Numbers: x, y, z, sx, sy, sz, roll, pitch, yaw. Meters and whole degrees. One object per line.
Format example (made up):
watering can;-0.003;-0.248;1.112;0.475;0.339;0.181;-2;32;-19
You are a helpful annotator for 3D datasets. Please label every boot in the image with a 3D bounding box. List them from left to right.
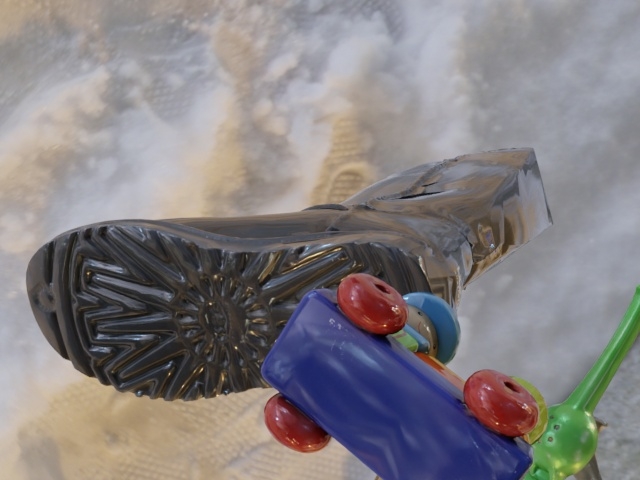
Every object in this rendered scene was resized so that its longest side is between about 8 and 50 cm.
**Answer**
boot;0.002;0.000;0.996;0.445;0.367;0.146;-39;128;-63

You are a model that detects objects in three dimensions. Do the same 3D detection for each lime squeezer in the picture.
lime squeezer;0.206;0.188;0.846;0.110;0.059;0.310;-9;107;-48

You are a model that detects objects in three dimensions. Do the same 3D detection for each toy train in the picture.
toy train;0.098;0.117;0.601;0.248;0.143;0.105;37;108;19

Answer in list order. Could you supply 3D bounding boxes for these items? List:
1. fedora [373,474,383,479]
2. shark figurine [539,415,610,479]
fedora;0.112;0.236;1.127;0.079;0.194;0.194;28;77;7
shark figurine;0.114;0.188;0.936;0.278;0.166;0.116;11;91;-26
